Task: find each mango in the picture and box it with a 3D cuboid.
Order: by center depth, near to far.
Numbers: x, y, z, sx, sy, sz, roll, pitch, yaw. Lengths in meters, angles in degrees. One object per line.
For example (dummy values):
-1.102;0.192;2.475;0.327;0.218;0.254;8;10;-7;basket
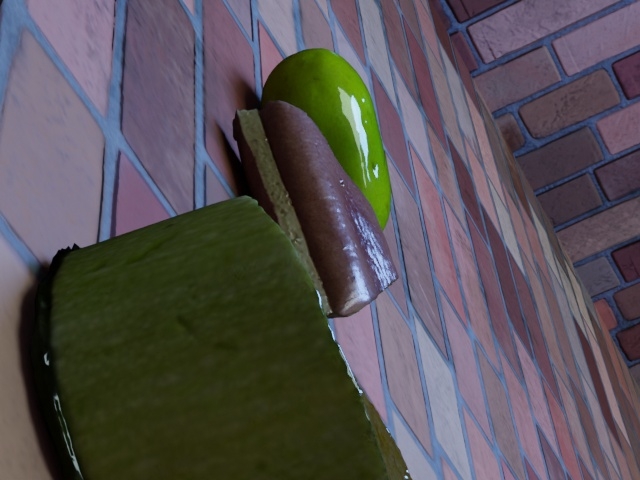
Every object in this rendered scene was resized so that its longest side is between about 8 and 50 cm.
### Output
0.005;-0.072;1.289;0.117;0.089;0.163;-77;153;-82;mango

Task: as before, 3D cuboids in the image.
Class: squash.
-0.033;0.083;0.766;0.220;0.133;0.220;63;7;-14;squash

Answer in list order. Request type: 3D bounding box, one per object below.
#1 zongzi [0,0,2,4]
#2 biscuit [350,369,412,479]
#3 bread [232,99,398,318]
-0.125;-0.246;0.805;0.248;0.111;0.241;-44;141;-47;zongzi
0.012;0.148;0.984;0.226;0.042;0.226;57;15;-25;biscuit
-0.001;0.000;1.148;0.119;0.067;0.192;39;27;-48;bread
